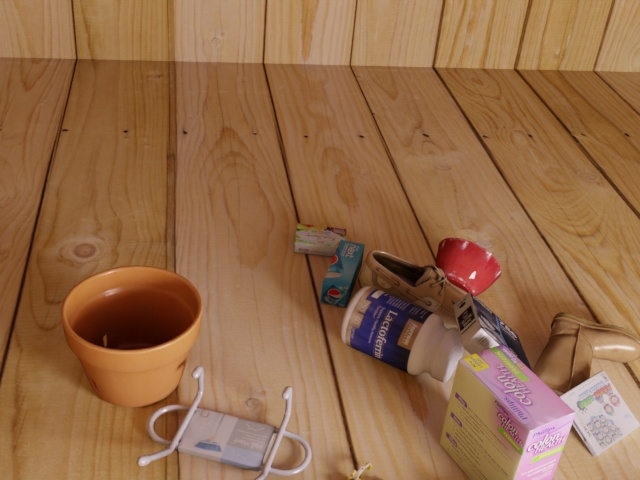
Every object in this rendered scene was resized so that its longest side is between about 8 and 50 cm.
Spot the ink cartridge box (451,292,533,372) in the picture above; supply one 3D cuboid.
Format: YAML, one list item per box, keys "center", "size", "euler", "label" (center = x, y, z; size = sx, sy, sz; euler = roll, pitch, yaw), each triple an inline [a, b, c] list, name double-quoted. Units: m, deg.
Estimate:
- center: [0.383, 0.216, 1.883]
  size: [0.165, 0.065, 0.333]
  euler: [42, 12, -6]
  label: "ink cartridge box"

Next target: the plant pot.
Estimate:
- center: [-0.400, 0.218, 1.799]
  size: [0.291, 0.203, 0.291]
  euler: [4, 35, -3]
  label: "plant pot"

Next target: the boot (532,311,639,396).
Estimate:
- center: [0.622, 0.301, 1.946]
  size: [0.236, 0.089, 0.269]
  euler: [15, 38, 18]
  label: "boot"

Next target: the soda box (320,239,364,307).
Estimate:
- center: [0.060, 0.085, 2.188]
  size: [0.071, 0.067, 0.210]
  euler: [12, 34, 9]
  label: "soda box"

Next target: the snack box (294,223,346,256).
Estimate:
- center: [0.000, 0.000, 2.330]
  size: [0.141, 0.037, 0.100]
  euler: [6, 35, 0]
  label: "snack box"

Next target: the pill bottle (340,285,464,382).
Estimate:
- center: [0.193, 0.220, 1.930]
  size: [0.264, 0.153, 0.153]
  euler: [22, 37, 23]
  label: "pill bottle"

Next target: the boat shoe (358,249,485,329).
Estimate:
- center: [0.265, 0.124, 2.095]
  size: [0.341, 0.110, 0.122]
  euler: [19, 40, 4]
  label: "boat shoe"

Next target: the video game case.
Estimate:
- center: [0.609, 0.376, 1.823]
  size: [0.157, 0.019, 0.143]
  euler: [-20, 71, -33]
  label: "video game case"

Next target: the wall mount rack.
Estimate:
- center: [-0.197, 0.390, 1.639]
  size: [0.350, 0.130, 0.304]
  euler: [11, 34, 9]
  label: "wall mount rack"

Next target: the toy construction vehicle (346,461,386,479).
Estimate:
- center: [0.092, 0.483, 1.629]
  size: [0.086, 0.035, 0.098]
  euler: [30, 41, 31]
  label: "toy construction vehicle"

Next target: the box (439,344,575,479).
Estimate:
- center: [0.361, 0.373, 1.649]
  size: [0.117, 0.243, 0.213]
  euler: [-14, 38, -26]
  label: "box"

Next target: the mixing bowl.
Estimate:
- center: [0.368, 0.086, 2.167]
  size: [0.181, 0.181, 0.098]
  euler: [23, 63, 23]
  label: "mixing bowl"
